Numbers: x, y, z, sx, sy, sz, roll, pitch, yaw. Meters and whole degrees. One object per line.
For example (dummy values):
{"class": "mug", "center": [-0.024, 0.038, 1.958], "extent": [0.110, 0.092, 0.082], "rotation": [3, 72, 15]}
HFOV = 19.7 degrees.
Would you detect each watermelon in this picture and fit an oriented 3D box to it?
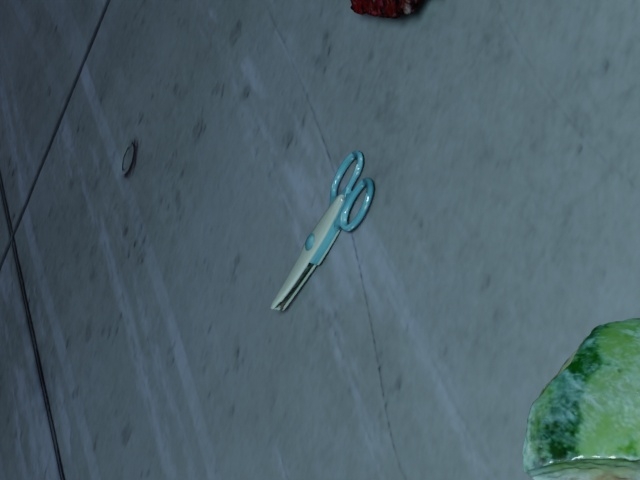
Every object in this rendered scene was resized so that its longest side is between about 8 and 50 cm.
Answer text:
{"class": "watermelon", "center": [0.157, 0.098, 0.740], "extent": [0.098, 0.121, 0.158], "rotation": [-83, -24, -51]}

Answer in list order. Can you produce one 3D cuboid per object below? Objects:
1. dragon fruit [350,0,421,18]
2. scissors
{"class": "dragon fruit", "center": [0.054, -0.191, 1.127], "extent": [0.131, 0.063, 0.097], "rotation": [23, 130, 66]}
{"class": "scissors", "center": [0.000, 0.000, 1.160], "extent": [0.119, 0.014, 0.058], "rotation": [-58, 28, 26]}
